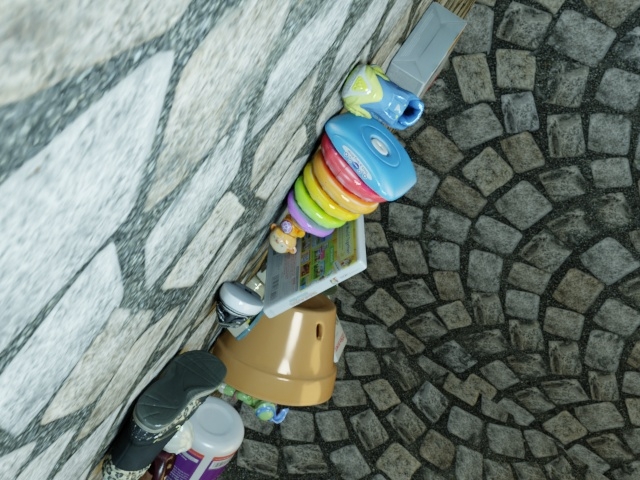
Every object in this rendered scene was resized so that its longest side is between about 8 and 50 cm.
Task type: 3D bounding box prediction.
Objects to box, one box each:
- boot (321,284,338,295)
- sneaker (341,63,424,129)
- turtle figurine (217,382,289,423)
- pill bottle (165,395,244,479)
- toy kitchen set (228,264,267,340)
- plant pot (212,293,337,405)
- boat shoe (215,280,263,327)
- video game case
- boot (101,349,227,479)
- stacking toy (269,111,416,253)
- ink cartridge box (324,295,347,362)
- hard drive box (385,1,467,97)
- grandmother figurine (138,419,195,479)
[{"bbox_3d":[0.000,0.000,2.537,0.269,0.089,0.236,-85,166,-58],"label":"boot"},{"bbox_3d":[0.104,-0.225,1.442,0.091,0.126,0.240,-57,177,14],"label":"sneaker"},{"bbox_3d":[-0.182,0.319,2.262,0.198,0.274,0.266,-49,-154,18],"label":"turtle figurine"},{"bbox_3d":[-0.340,0.570,2.315,0.323,0.181,0.181,-58,177,33],"label":"pill bottle"},{"bbox_3d":[-0.075,0.101,1.732,0.207,0.122,0.166,-45,-177,31],"label":"toy kitchen set"},{"bbox_3d":[-0.084,0.217,1.978,0.291,0.290,0.204,-46,153,-76],"label":"plant pot"},{"bbox_3d":[-0.153,0.119,1.541,0.076,0.080,0.228,-58,-175,0],"label":"boat shoe"},{"bbox_3d":[-0.011,0.021,1.600,0.206,0.026,0.227,-29,-149,19],"label":"video game case"},{"bbox_3d":[-0.262,0.291,1.460,0.179,0.085,0.236,-56,172,28],"label":"boot"},{"bbox_3d":[0.005,-0.074,1.547,0.302,0.175,0.165,-42,177,30],"label":"stacking toy"},{"bbox_3d":[-0.034,0.215,2.511,0.114,0.273,0.198,-21,-173,14],"label":"ink cartridge box"},{"bbox_3d":[0.213,-0.384,1.931,0.181,0.089,0.232,-55,177,-15],"label":"hard drive box"},{"bbox_3d":[-0.375,0.514,2.031,0.208,0.104,0.342,-95,-156,-46],"label":"grandmother figurine"}]
